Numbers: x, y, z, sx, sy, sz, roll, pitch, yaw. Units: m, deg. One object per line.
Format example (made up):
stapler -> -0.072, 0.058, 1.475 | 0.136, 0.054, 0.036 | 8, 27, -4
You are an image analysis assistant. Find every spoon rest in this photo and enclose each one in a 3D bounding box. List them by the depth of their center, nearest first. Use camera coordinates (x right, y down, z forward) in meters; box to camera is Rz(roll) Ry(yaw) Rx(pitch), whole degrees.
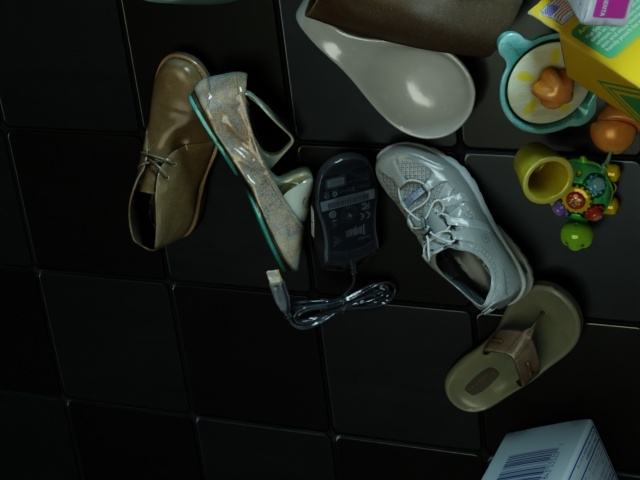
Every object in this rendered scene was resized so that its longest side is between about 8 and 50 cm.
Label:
spoon rest -> 0.080, -0.238, 1.924 | 0.276, 0.084, 0.137 | 36, 125, 5

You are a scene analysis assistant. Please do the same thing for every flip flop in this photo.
flip flop -> 0.269, 0.164, 2.053 | 0.112, 0.080, 0.277 | 43, 125, -1

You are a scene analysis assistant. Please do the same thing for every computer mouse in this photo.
computer mouse -> 0.000, 0.000, 2.062 | 0.184, 0.060, 0.262 | -19, 120, -14

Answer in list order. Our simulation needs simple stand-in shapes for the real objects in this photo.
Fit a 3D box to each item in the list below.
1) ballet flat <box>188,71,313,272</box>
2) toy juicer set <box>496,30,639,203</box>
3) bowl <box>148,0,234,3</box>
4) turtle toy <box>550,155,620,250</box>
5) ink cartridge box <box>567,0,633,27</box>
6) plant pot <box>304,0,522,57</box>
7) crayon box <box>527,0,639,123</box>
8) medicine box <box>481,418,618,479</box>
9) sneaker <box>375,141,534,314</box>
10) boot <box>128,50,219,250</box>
ballet flat -> -0.073, -0.100, 2.059 | 0.106, 0.107, 0.316 | -27, 112, 2
toy juicer set -> 0.313, -0.210, 1.768 | 0.209, 0.089, 0.329 | -22, 125, -3
bowl -> -0.201, -0.436, 1.901 | 0.312, 0.163, 0.311 | 12, 121, 20
turtle toy -> 0.343, -0.051, 1.912 | 0.095, 0.066, 0.130 | 8, 119, 21
ink cartridge box -> 0.302, -0.390, 1.638 | 0.065, 0.311, 0.185 | 3, 123, -12
plant pot -> 0.130, -0.325, 1.800 | 0.230, 0.215, 0.215 | 25, 125, -9
crayon box -> 0.424, -0.222, 1.652 | 0.323, 0.203, 0.083 | 42, 166, 35
medicine box -> 0.342, 0.451, 2.062 | 0.149, 0.263, 0.289 | -15, 108, 31
sneaker -> 0.174, -0.020, 1.969 | 0.281, 0.115, 0.105 | 47, 125, 8
boot -> -0.218, -0.122, 2.107 | 0.112, 0.115, 0.305 | 18, 120, 19
